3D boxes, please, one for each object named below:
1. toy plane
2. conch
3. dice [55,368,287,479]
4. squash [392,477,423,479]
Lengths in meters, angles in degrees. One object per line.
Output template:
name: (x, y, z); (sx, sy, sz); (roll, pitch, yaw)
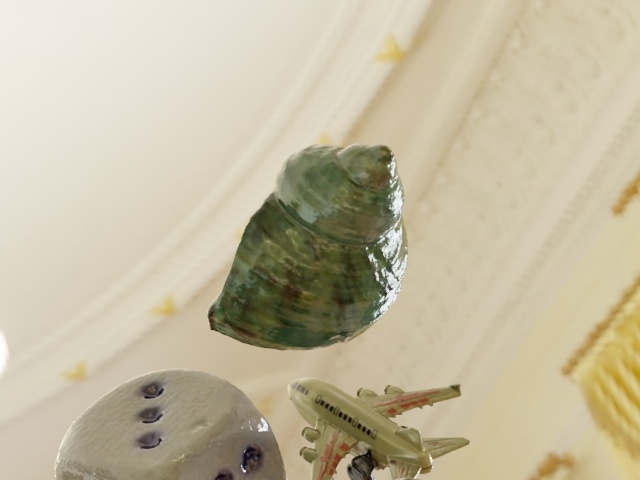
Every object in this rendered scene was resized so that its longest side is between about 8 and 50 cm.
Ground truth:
toy plane: (0.048, 0.219, 1.947); (0.229, 0.244, 0.092); (-33, -58, -30)
conch: (0.001, 0.003, 1.407); (0.176, 0.122, 0.188); (9, -82, -43)
dice: (-0.164, 0.269, 1.880); (0.193, 0.192, 0.194); (-34, -55, -35)
squash: (0.064, 0.373, 1.504); (0.310, 0.309, 0.310); (14, -45, 15)
